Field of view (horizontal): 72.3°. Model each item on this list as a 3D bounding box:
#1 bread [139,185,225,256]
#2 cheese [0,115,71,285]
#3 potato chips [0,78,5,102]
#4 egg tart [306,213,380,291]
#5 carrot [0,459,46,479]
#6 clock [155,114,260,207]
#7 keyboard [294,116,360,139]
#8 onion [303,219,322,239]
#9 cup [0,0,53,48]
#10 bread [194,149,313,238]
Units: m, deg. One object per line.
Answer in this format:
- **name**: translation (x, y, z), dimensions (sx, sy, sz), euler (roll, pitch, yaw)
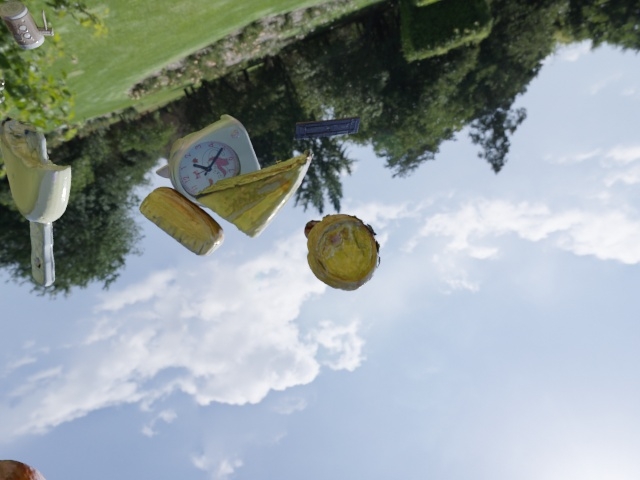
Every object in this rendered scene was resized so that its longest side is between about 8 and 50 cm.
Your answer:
- **bread**: translation (-0.370, -0.056, 1.191), dimensions (0.106, 0.236, 0.140), euler (-53, -177, 1)
- **cheese**: translation (-0.403, -0.046, 0.627), dimensions (0.127, 0.235, 0.050), euler (22, -158, 27)
- **potato chips**: translation (-0.997, -0.380, 1.075), dimensions (0.373, 0.097, 0.389), euler (-25, -134, -29)
- **egg tart**: translation (0.072, 0.040, 1.484), dimensions (0.279, 0.278, 0.095), euler (-34, -177, -28)
- **carrot**: translation (-0.559, 0.501, 0.680), dimensions (0.307, 0.258, 0.100), euler (-55, -149, -2)
- **clock**: translation (-0.378, -0.250, 1.474), dimensions (0.324, 0.265, 0.108), euler (-28, -140, -16)
- **keyboard**: translation (0.021, -0.346, 1.350), dimensions (0.205, 0.061, 0.013), euler (-10, -126, -14)
- **onion**: translation (0.000, 0.000, 1.626), dimensions (0.150, 0.140, 0.150), euler (21, -157, -10)
- **cup**: translation (-0.797, -0.583, 1.188), dimensions (0.102, 0.099, 0.074), euler (11, -118, 3)
- **bread**: translation (-0.109, -0.121, 0.803), dimensions (0.178, 0.135, 0.240), euler (-51, -171, 10)
